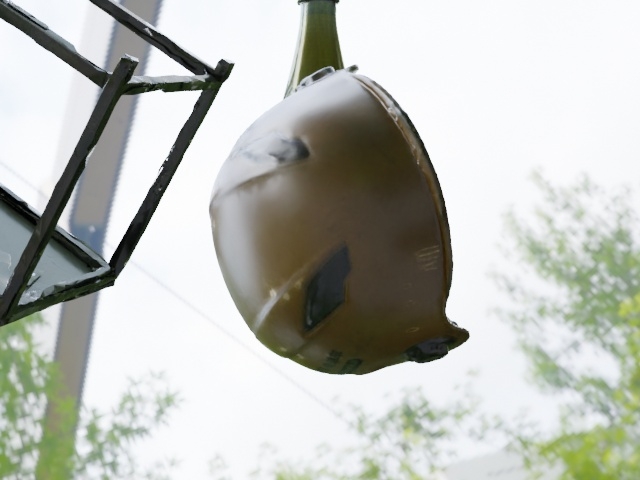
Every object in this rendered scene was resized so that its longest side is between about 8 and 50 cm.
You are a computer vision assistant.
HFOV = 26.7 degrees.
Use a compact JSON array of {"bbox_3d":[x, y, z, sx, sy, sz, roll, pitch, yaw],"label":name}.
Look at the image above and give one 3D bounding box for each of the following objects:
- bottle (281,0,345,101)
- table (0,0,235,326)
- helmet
[{"bbox_3d":[-0.003,-0.104,1.203,0.083,0.083,0.270,2,-98,-26],"label":"bottle"},{"bbox_3d":[-0.314,-0.141,1.278,0.272,0.335,0.222,-59,-13,18],"label":"table"},{"bbox_3d":[0.000,0.000,0.850,0.130,0.198,0.224,-23,-10,-8],"label":"helmet"}]
